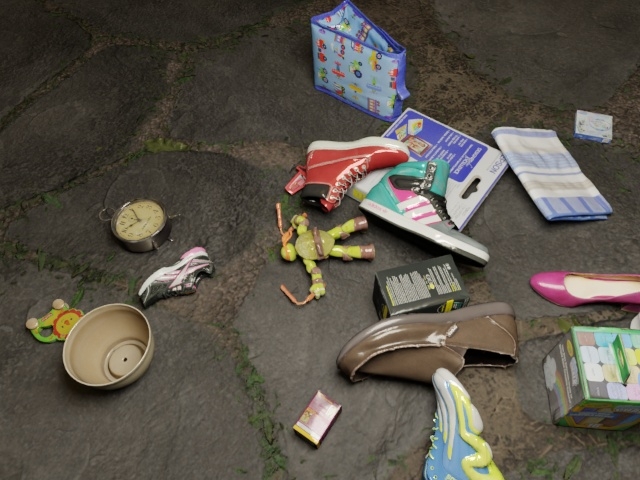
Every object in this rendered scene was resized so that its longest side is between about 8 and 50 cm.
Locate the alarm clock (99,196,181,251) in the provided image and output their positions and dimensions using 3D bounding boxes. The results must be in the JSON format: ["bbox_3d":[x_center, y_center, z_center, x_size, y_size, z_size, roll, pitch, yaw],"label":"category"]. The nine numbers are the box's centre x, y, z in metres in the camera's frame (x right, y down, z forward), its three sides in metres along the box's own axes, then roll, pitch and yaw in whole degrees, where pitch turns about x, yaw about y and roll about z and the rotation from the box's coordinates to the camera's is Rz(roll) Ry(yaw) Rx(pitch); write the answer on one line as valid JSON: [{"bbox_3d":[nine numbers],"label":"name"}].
[{"bbox_3d":[-0.435,-0.041,1.177,0.192,0.064,0.129,18,59,11],"label":"alarm clock"}]

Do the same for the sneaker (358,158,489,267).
[{"bbox_3d":[0.247,-0.076,1.060,0.295,0.124,0.178,29,85,22],"label":"sneaker"}]

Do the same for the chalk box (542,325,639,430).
[{"bbox_3d":[0.492,0.232,0.864,0.132,0.213,0.132,3,57,5],"label":"chalk box"}]

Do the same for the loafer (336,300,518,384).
[{"bbox_3d":[0.213,0.210,0.939,0.366,0.134,0.130,-12,57,-5],"label":"loafer"}]

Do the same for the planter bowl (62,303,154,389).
[{"bbox_3d":[-0.396,0.220,0.976,0.162,0.109,0.162,-2,56,2],"label":"planter bowl"}]

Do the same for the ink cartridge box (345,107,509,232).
[{"bbox_3d":[0.261,-0.162,1.225,0.307,0.072,0.303,33,63,19],"label":"ink cartridge box"}]

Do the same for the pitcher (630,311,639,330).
[{"bbox_3d":[0.680,0.243,0.917,0.207,0.125,0.177,15,79,24],"label":"pitcher"}]

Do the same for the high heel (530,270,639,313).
[{"bbox_3d":[0.563,0.089,1.012,0.244,0.117,0.082,16,59,12],"label":"high heel"}]

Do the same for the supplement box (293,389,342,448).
[{"bbox_3d":[-0.005,0.330,0.924,0.055,0.043,0.083,30,64,20],"label":"supplement box"}]

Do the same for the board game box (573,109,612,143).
[{"bbox_3d":[0.719,-0.300,1.319,0.090,0.020,0.090,15,59,12],"label":"board game box"}]

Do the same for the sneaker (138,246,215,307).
[{"bbox_3d":[-0.307,0.090,1.085,0.178,0.072,0.077,-39,74,-14],"label":"sneaker"}]

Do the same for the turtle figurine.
[{"bbox_3d":[0.000,0.000,1.115,0.217,0.087,0.269,-12,57,-5],"label":"turtle figurine"}]

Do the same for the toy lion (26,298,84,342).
[{"bbox_3d":[-0.551,0.180,1.060,0.100,0.034,0.096,-40,71,-21],"label":"toy lion"}]

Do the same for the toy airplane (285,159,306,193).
[{"bbox_3d":[-0.011,-0.153,1.252,0.151,0.028,0.151,-2,58,3],"label":"toy airplane"}]

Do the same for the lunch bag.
[{"bbox_3d":[0.118,-0.454,1.328,0.138,0.221,0.293,-36,62,-19],"label":"lunch bag"}]

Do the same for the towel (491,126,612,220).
[{"bbox_3d":[0.548,-0.165,1.192,0.209,0.034,0.285,-2,55,-24],"label":"towel"}]

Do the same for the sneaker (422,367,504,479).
[{"bbox_3d":[0.218,0.347,0.850,0.126,0.091,0.240,-22,77,-2],"label":"sneaker"}]

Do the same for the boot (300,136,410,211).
[{"bbox_3d":[0.079,-0.142,1.139,0.244,0.088,0.176,-1,61,16],"label":"boot"}]

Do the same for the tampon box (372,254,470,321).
[{"bbox_3d":[0.197,0.117,1.009,0.161,0.120,0.101,-13,56,-5],"label":"tampon box"}]
